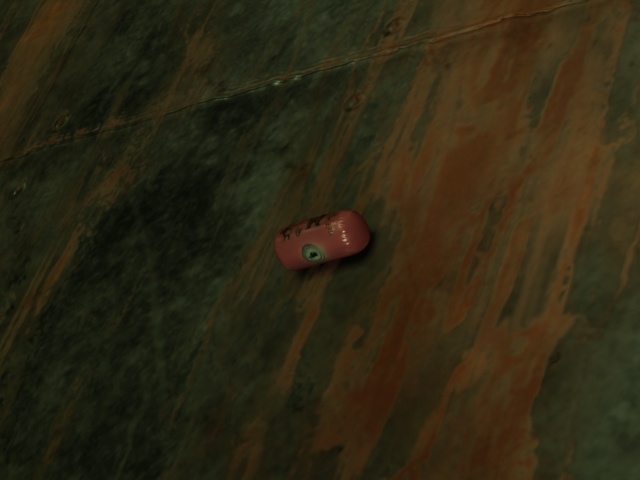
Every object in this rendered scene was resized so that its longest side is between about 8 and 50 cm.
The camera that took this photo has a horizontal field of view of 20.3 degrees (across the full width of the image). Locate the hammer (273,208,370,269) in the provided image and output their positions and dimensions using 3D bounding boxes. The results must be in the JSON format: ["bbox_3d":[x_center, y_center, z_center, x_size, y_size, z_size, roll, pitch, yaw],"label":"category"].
[{"bbox_3d":[0.000,0.000,1.460,0.083,0.043,0.043,-14,42,34],"label":"hammer"}]
